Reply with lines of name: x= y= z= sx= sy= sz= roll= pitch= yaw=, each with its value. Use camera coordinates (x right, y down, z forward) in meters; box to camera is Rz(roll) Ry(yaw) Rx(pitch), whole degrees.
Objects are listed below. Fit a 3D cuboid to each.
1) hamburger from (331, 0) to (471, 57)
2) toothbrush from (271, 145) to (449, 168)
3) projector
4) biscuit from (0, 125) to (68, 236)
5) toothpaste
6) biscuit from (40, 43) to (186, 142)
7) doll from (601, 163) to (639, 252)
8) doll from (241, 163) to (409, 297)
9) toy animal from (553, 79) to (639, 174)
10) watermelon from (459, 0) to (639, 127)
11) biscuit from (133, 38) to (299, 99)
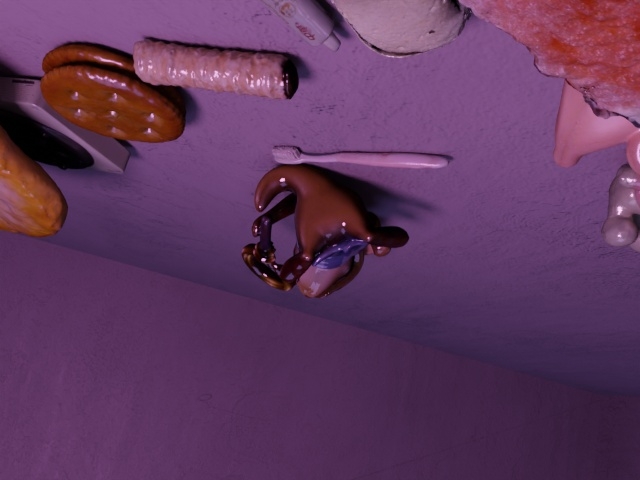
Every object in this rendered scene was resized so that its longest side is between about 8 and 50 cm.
hamburger: x=0.073 y=-0.229 z=0.550 sx=0.133 sy=0.062 sz=0.140 roll=7 pitch=165 yaw=27
toothbrush: x=0.054 y=-0.134 z=0.965 sx=0.307 sy=0.025 sz=0.029 roll=6 pitch=155 yaw=26
projector: x=-0.528 y=-0.204 z=1.112 sx=0.257 sy=0.079 sz=0.259 roll=10 pitch=164 yaw=21
biscuit: x=-0.637 y=-0.161 z=1.054 sx=0.430 sy=0.104 sz=0.446 roll=7 pitch=147 yaw=35
toothpaste: x=-0.056 y=-0.262 z=0.597 sx=0.060 sy=0.038 sz=0.233 roll=-7 pitch=152 yaw=43
biscuit: x=-0.311 y=-0.216 z=0.918 sx=0.221 sy=0.066 sz=0.220 roll=10 pitch=165 yaw=3
doll: x=0.450 y=-0.071 z=0.709 sx=0.155 sy=0.113 sz=0.275 roll=10 pitch=159 yaw=-19
doll: x=-0.001 y=0.004 z=1.152 sx=0.318 sy=0.209 sz=0.339 roll=15 pitch=167 yaw=7
toy animal: x=0.316 y=-0.128 z=0.523 sx=0.198 sy=0.171 sz=0.171 roll=11 pitch=164 yaw=19
watermelon: x=0.195 y=-0.174 z=0.311 sx=0.232 sy=0.193 sz=0.310 roll=35 pitch=-171 yaw=15
biscuit: x=-0.134 y=-0.220 z=0.770 sx=0.219 sy=0.055 sz=0.061 roll=9 pitch=128 yaw=14
